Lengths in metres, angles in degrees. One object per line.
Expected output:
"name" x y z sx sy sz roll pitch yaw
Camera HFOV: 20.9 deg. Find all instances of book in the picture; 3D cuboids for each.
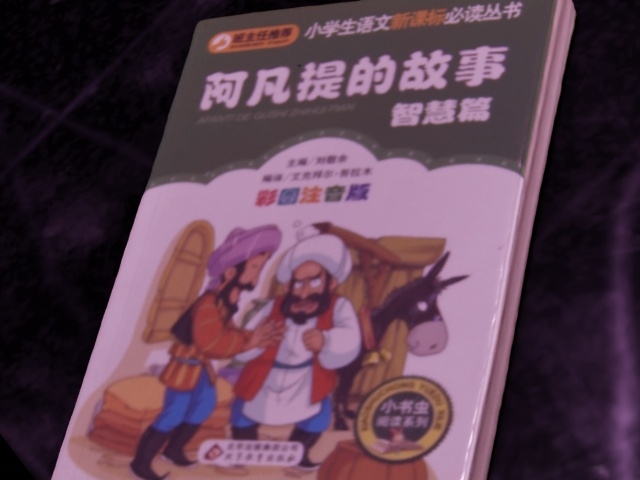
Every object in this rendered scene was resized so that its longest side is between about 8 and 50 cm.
"book" 0.000 0.000 0.788 0.202 0.027 0.264 -2 57 29

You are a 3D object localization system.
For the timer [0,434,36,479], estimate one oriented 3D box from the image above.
"timer" -0.177 0.157 0.762 0.144 0.055 0.187 -43 44 -7
